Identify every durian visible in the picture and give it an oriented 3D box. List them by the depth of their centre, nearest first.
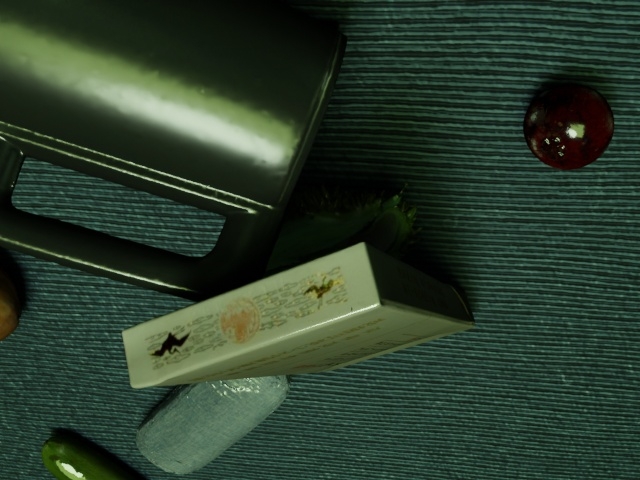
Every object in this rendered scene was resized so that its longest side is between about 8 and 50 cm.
[{"bbox_3d":[0.000,-0.007,0.633,0.220,0.095,0.137,-18,153,15],"label":"durian"}]

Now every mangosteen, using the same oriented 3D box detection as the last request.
[{"bbox_3d":[0.229,-0.108,0.551,0.081,0.081,0.081,3,122,6],"label":"mangosteen"}]

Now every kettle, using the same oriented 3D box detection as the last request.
[{"bbox_3d":[-0.153,-0.125,0.483,0.308,0.262,0.203,21,136,-8],"label":"kettle"}]

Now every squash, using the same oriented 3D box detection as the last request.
[{"bbox_3d":[-0.328,0.387,0.932,0.066,0.066,0.252,-37,112,26],"label":"squash"}]

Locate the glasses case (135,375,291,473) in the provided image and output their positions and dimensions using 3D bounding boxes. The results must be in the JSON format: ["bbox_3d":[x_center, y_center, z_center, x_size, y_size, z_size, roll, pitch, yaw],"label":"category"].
[{"bbox_3d":[-0.152,0.235,0.815,0.109,0.067,0.282,39,120,-13],"label":"glasses case"}]

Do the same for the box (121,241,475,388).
[{"bbox_3d":[0.017,0.083,0.566,0.204,0.365,0.051,-21,72,19],"label":"box"}]

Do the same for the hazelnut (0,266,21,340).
[{"bbox_3d":[-0.449,0.086,0.724,0.150,0.150,0.150,3,122,6],"label":"hazelnut"}]
